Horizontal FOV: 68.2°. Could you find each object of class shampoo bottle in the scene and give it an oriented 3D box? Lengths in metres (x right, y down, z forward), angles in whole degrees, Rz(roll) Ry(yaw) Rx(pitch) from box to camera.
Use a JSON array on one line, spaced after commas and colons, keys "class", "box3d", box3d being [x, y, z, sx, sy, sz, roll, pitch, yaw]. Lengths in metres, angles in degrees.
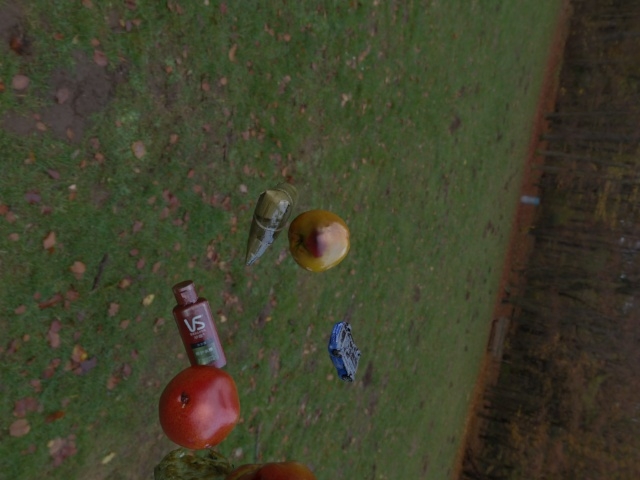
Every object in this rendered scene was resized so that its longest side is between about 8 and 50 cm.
[{"class": "shampoo bottle", "box3d": [-0.405, 0.286, 1.556, 0.076, 0.118, 0.314, -123, -161, -73]}]

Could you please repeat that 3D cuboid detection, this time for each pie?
[{"class": "pie", "box3d": [-0.412, 0.789, 1.588, 0.302, 0.303, 0.066, 17, 86, -66]}]

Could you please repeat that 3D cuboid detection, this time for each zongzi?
[{"class": "zongzi", "box3d": [-0.111, -0.041, 1.068, 0.160, 0.078, 0.176, -50, 164, -69]}]

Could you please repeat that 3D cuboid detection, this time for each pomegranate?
[{"class": "pomegranate", "box3d": [-0.322, 0.463, 1.307, 0.256, 0.221, 0.221, 45, 60, -53]}]

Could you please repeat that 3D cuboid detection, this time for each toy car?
[{"class": "toy car", "box3d": [0.060, 0.308, 1.317, 0.103, 0.063, 0.216, -67, 147, -41]}]

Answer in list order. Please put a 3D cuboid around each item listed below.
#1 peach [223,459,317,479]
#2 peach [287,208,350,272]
[{"class": "peach", "box3d": [-0.142, 0.806, 1.339, 0.310, 0.335, 0.405, -165, -115, -76]}, {"class": "peach", "box3d": [0.000, 0.000, 1.032, 0.138, 0.138, 0.138, -40, 136, -54]}]
